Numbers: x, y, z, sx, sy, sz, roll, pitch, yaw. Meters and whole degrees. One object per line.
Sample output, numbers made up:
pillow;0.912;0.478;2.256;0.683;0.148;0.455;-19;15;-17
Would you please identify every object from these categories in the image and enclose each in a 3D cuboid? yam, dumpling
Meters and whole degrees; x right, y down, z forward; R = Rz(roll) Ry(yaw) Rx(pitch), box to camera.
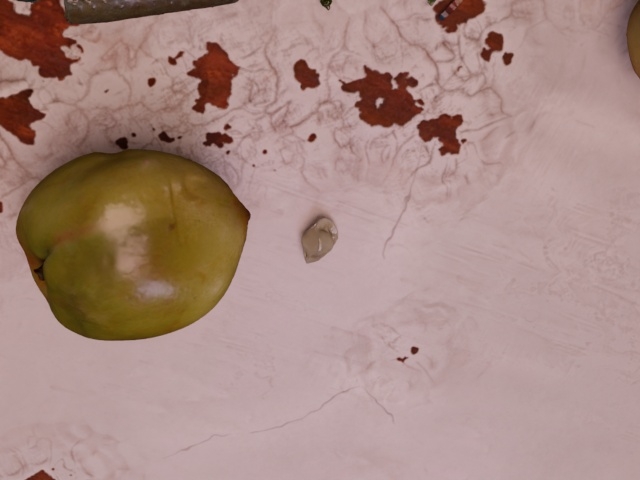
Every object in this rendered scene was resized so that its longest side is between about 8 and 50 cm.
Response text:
yam;-0.237;-0.369;1.385;0.259;0.106;0.106;-8;118;-6
dumpling;-0.002;-0.001;1.654;0.052;0.057;0.076;-4;96;32

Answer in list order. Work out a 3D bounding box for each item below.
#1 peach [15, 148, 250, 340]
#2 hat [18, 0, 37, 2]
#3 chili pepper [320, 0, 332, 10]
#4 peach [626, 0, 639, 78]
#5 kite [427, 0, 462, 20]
peach;-0.278;0.007;1.455;0.315;0.314;0.282;-10;87;-31
hat;-0.396;-0.410;1.349;0.190;0.078;0.138;-29;116;5
chili pepper;0.005;-0.388;1.467;0.027;0.022;0.083;-4;113;-7
peach;0.589;-0.315;1.530;0.232;0.232;0.233;-4;117;-8
kite;0.247;-0.463;1.480;0.152;0.015;0.285;40;101;-22
